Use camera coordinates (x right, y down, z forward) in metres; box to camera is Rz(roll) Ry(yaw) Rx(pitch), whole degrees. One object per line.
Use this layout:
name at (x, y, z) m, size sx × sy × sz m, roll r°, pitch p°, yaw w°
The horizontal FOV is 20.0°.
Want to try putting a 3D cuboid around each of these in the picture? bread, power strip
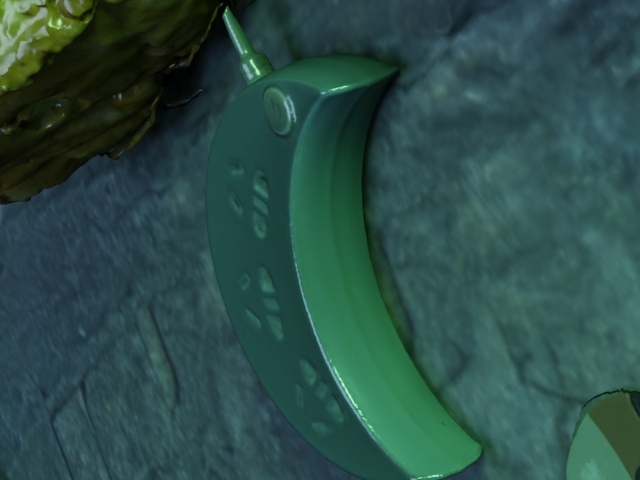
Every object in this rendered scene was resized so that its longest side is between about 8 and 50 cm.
bread at (-0.146, -0.117, 0.839) m, size 0.260 × 0.147 × 0.160 m, roll -36°, pitch 77°, yaw 56°
power strip at (0.000, 0.000, 0.793) m, size 0.137 × 0.044 × 0.216 m, roll 1°, pitch 109°, yaw 57°

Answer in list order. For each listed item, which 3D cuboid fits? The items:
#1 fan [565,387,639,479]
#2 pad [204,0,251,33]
fan at (0.117, 0.123, 0.720) m, size 0.227 × 0.008 × 0.152 m, roll 1°, pitch 109°, yaw 55°
pad at (-0.071, -0.151, 0.849) m, size 0.188 × 0.006 × 0.113 m, roll -20°, pitch 90°, yaw 58°
